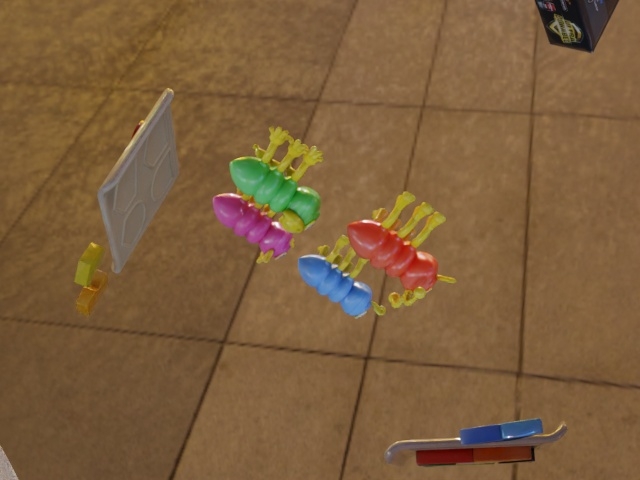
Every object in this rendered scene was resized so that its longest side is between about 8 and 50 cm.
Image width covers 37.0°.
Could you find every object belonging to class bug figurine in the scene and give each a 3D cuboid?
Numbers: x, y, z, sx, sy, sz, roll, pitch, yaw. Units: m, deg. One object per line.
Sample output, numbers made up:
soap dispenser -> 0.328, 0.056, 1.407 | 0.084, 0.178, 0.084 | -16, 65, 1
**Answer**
bug figurine -> 0.000, 0.000, 0.892 | 0.216, 0.279, 0.072 | 34, 74, -5

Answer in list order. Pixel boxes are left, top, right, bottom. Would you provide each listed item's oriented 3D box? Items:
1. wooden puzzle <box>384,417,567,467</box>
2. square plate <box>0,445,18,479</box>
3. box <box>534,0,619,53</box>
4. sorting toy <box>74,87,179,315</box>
wooden puzzle -> 0.066, 0.089, 0.402 | 0.079, 0.116, 0.014 | -11, 73, 14
square plate -> -0.261, 0.320, 0.501 | 0.344, 0.347, 0.049 | -30, 22, -24
box -> 0.252, -0.310, 0.900 | 0.051, 0.220, 0.175 | 21, 76, 32
sorting toy -> -0.292, -0.053, 1.413 | 0.041, 0.229, 0.307 | 21, 56, 7
